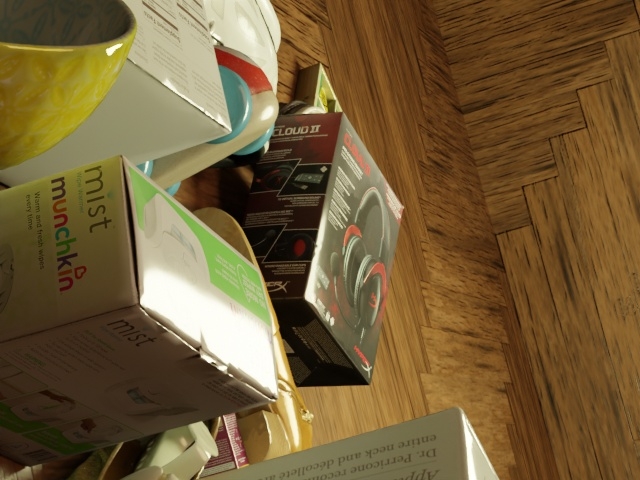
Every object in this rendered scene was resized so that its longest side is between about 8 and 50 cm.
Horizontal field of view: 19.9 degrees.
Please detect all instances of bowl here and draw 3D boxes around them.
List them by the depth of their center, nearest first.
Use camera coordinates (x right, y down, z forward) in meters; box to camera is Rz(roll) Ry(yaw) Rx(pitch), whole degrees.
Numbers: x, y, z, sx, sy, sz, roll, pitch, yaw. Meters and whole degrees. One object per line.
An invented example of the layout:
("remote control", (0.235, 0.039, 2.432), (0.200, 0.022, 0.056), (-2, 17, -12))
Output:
("bowl", (-0.287, -0.117, 1.275), (0.289, 0.289, 0.156), (-62, 170, -69))

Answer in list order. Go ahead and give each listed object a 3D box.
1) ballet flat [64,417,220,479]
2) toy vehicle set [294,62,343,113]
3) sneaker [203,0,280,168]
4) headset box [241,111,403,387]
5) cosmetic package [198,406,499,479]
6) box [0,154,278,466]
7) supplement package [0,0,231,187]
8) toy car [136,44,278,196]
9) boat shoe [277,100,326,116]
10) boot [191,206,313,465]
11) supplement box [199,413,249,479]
("ballet flat", (-0.149, 0.218, 1.537), (0.116, 0.124, 0.342), (51, 20, -10))
("toy vehicle set", (0.006, -0.123, 2.635), (0.267, 0.035, 0.166), (-83, 152, -56))
("sneaker", (-0.141, -0.242, 1.987), (0.447, 0.169, 0.258), (58, 19, -51))
("headset box", (0.000, 0.000, 2.210), (0.218, 0.110, 0.293), (55, 39, -49))
("cosmetic package", (0.035, 0.425, 1.596), (0.394, 0.329, 0.327), (-87, 156, -49))
("box", (-0.187, 0.065, 1.377), (0.262, 0.231, 0.127), (43, 34, -61))
("supplement package", (-0.225, -0.157, 1.527), (0.262, 0.204, 0.145), (35, 40, -67))
("toy car", (-0.178, -0.170, 1.763), (0.238, 0.210, 0.219), (61, 4, 3))
("boat shoe", (0.002, -0.046, 2.424), (0.112, 0.095, 0.335), (-42, 127, -29))
("boot", (-0.082, 0.123, 1.982), (0.211, 0.104, 0.295), (43, 33, -76))
("supplement box", (-0.111, 0.202, 1.839), (0.043, 0.055, 0.083), (0, 74, -76))
